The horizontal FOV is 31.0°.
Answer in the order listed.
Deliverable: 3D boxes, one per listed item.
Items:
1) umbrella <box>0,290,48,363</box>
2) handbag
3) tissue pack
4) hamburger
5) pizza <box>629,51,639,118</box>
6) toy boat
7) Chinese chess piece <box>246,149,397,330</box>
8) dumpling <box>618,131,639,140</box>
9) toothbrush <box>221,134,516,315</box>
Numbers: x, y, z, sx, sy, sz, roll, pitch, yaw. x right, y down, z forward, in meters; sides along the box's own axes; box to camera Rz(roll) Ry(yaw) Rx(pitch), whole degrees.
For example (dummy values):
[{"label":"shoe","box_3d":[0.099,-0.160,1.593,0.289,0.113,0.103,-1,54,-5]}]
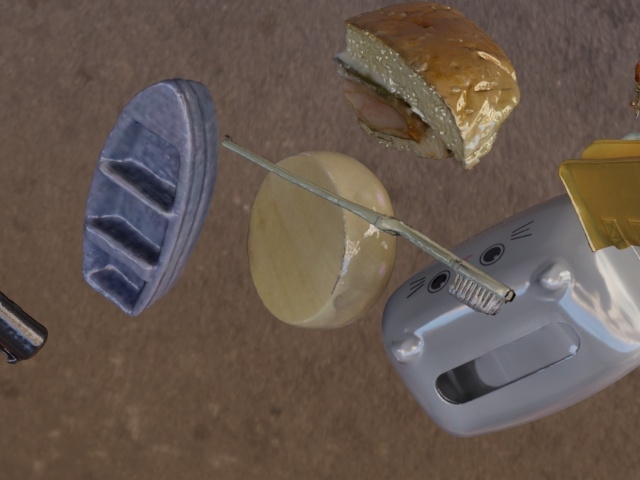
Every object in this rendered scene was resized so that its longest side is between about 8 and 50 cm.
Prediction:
[{"label":"umbrella","box_3d":[-0.302,0.006,0.863,0.053,0.052,0.250,-26,123,32]},{"label":"handbag","box_3d":[0.167,-0.022,0.601,0.027,0.083,0.061,-34,109,-23]},{"label":"tissue pack","box_3d":[0.243,0.097,1.404,0.333,0.236,0.229,-30,97,30]},{"label":"hamburger","box_3d":[0.122,-0.164,1.136,0.155,0.208,0.135,-26,117,-13]},{"label":"pizza","box_3d":[0.272,-0.155,0.878,0.100,0.029,0.099,-28,130,-8]},{"label":"toy boat","box_3d":[-0.181,-0.053,1.243,0.127,0.078,0.283,36,123,22]},{"label":"Chinese chess piece","box_3d":[0.000,0.000,1.598,0.097,0.251,0.251,4,129,-37]},{"label":"dumpling","box_3d":[0.419,-0.053,1.528,0.149,0.217,0.105,56,149,16]},{"label":"toothbrush","box_3d":[0.028,-0.021,0.905,0.294,0.026,0.028,34,94,30]}]
